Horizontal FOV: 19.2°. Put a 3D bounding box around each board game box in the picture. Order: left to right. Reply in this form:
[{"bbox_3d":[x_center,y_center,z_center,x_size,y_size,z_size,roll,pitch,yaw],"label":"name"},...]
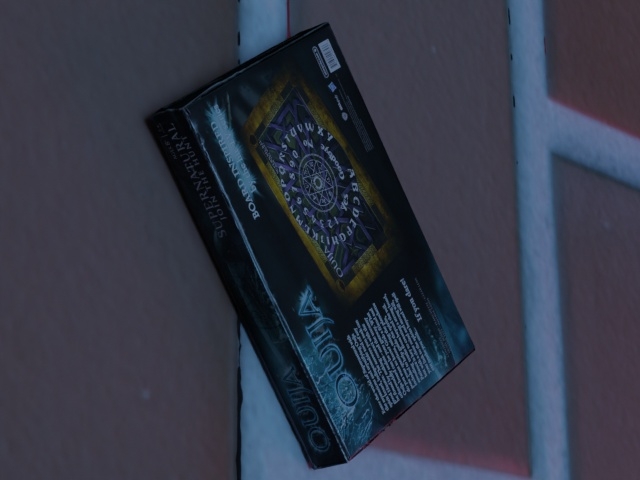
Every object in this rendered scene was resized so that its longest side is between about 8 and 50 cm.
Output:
[{"bbox_3d":[0.000,0.000,0.915,0.126,0.026,0.186,-35,104,-48],"label":"board game box"}]
